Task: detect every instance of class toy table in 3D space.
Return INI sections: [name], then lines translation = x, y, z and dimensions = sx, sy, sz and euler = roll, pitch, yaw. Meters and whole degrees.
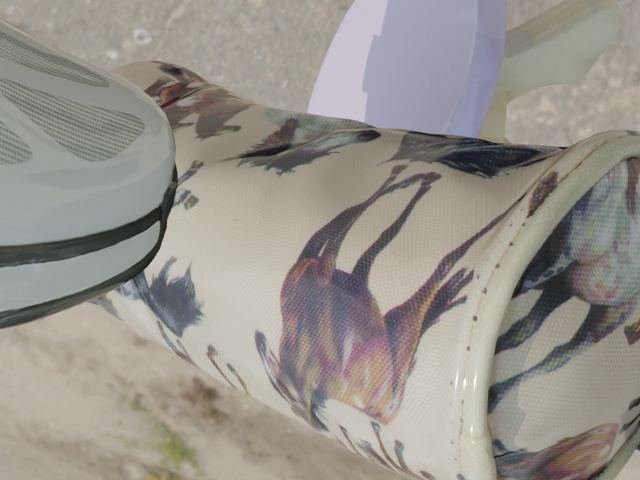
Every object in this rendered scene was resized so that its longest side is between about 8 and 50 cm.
[toy table]
translation = 0.108, -0.096, 0.905
dimensions = 0.161, 0.252, 0.274
euler = 3, 148, -31

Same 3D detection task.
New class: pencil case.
[pencil case]
translation = 0.000, 0.000, 0.610
dimensions = 0.410, 0.183, 0.160
euler = 18, 125, 49

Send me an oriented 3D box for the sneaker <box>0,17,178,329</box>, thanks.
[sneaker]
translation = -0.187, -0.126, 0.309
dimensions = 0.447, 0.169, 0.257
euler = 13, 112, -43
